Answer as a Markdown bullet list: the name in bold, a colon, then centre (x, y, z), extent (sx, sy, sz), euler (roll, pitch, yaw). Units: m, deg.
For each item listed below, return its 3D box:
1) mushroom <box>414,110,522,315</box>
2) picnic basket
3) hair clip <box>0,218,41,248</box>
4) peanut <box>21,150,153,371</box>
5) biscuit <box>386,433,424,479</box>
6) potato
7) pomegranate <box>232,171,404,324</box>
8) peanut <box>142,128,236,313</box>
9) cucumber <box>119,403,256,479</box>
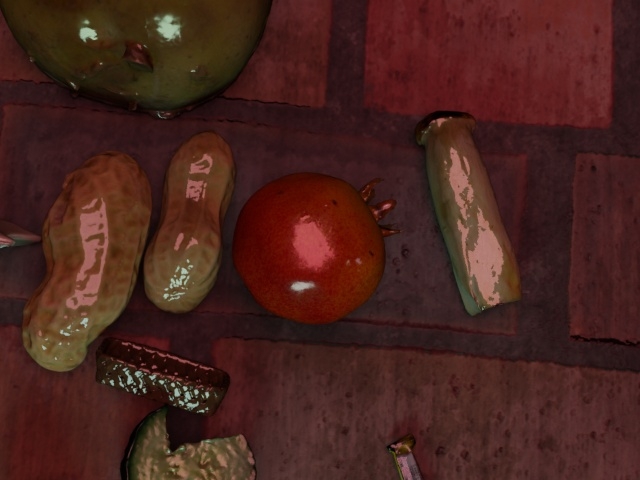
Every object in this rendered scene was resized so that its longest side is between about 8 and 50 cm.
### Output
- **mushroom**: centre (0.224, -0.047, 1.888), extent (0.100, 0.081, 0.312), euler (-15, 85, -3)
- **picnic basket**: centre (-0.228, 0.195, 1.784), extent (0.193, 0.110, 0.055), euler (19, 100, -4)
- **hair clip**: centre (-0.556, -0.004, 1.755), extent (0.282, 0.172, 0.113), euler (-18, 92, 2)
- **peanut**: centre (-0.331, 0.028, 1.778), extent (0.153, 0.140, 0.325), euler (23, 80, -17)
- **biscuit**: centre (0.164, 0.429, 1.832), extent (0.048, 0.026, 0.292), euler (-17, 84, -13)
- **potato**: centre (-0.277, -0.411, 1.771), extent (0.442, 0.319, 0.385), euler (29, 77, 1)
- **pomegranate**: centre (0.000, 0.000, 1.791), extent (0.256, 0.221, 0.221), euler (-33, 86, -18)
- **peanut**: centre (-0.187, -0.030, 1.810), extent (0.111, 0.125, 0.275), euler (11, 81, -13)
- **cucumber**: centre (-0.192, 0.336, 1.755), extent (0.191, 0.130, 0.191), euler (2, 82, -11)
